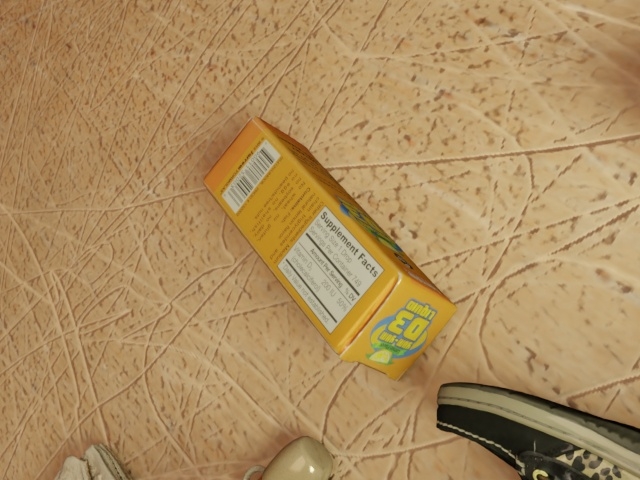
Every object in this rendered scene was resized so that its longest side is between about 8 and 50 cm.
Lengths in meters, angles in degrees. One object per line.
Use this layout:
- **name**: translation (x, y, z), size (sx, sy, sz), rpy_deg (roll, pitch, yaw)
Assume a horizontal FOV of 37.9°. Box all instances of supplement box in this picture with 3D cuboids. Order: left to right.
- **supplement box**: translation (0.000, 0.000, 0.709), size (0.080, 0.078, 0.233), rpy_deg (-49, 47, 12)

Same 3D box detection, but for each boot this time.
- **boot**: translation (0.136, 0.184, 0.498), size (0.236, 0.085, 0.178), rpy_deg (16, 86, 45)

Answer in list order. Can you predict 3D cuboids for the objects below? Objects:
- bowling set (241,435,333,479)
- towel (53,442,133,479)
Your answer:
- **bowling set**: translation (-0.059, 0.254, 0.578), size (0.154, 0.200, 0.287), rpy_deg (-48, 43, 19)
- **towel**: translation (-0.228, 0.333, 0.802), size (0.187, 0.049, 0.282), rpy_deg (36, 98, 46)
